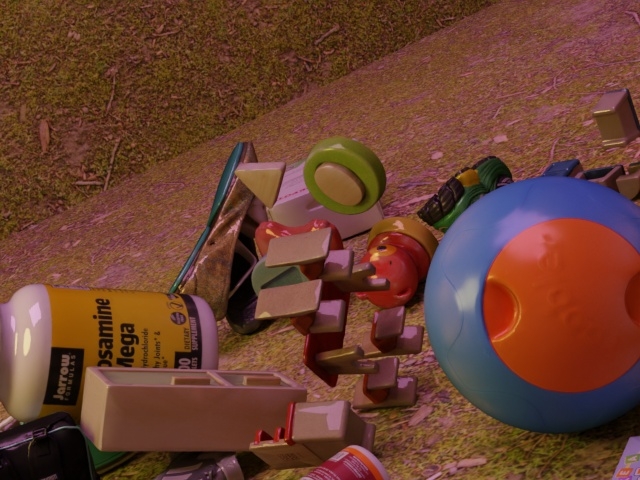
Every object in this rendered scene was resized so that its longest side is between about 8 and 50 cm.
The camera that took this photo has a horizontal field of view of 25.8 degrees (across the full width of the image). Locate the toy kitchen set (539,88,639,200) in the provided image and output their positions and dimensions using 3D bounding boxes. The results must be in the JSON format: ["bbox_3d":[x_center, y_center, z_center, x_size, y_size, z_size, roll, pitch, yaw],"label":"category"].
[{"bbox_3d":[0.428,-0.152,2.254,0.207,0.166,0.122,-8,22,39],"label":"toy kitchen set"}]

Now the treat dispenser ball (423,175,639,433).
[{"bbox_3d":[0.261,0.072,1.568,0.288,0.288,0.288,-21,17,6],"label":"treat dispenser ball"}]

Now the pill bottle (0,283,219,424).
[{"bbox_3d":[-0.319,0.156,1.881,0.333,0.188,0.188,5,6,-23],"label":"pill bottle"}]

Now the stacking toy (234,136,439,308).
[{"bbox_3d":[0.000,0.000,2.177,0.309,0.279,0.130,-11,31,31],"label":"stacking toy"}]

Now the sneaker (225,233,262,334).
[{"bbox_3d":[-0.124,0.092,2.385,0.087,0.130,0.227,-18,44,0],"label":"sneaker"}]

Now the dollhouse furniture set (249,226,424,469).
[{"bbox_3d":[0.003,0.151,1.754,0.135,0.262,0.259,-9,55,29],"label":"dollhouse furniture set"}]

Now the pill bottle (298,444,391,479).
[{"bbox_3d":[0.002,0.299,1.545,0.152,0.086,0.086,-31,18,-28],"label":"pill bottle"}]

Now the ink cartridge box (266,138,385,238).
[{"bbox_3d":[0.007,-0.083,2.676,0.198,0.115,0.273,-22,16,5],"label":"ink cartridge box"}]

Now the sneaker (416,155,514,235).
[{"bbox_3d":[0.257,-0.035,2.221,0.134,0.146,0.343,-44,-6,20],"label":"sneaker"}]

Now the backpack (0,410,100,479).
[{"bbox_3d":[-0.360,0.325,1.764,0.165,0.188,0.144,-20,8,-18],"label":"backpack"}]

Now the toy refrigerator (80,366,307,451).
[{"bbox_3d":[-0.162,0.213,1.796,0.269,0.094,0.102,5,7,-25],"label":"toy refrigerator"}]

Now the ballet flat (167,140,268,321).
[{"bbox_3d":[-0.148,-0.009,2.327,0.123,0.123,0.349,-10,45,36],"label":"ballet flat"}]

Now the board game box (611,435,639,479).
[{"bbox_3d":[0.382,0.235,1.340,0.211,0.039,0.160,-13,20,32],"label":"board game box"}]

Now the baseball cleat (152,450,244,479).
[{"bbox_3d":[-0.158,0.309,1.754,0.109,0.072,0.206,-11,23,16],"label":"baseball cleat"}]

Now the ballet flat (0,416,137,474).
[{"bbox_3d":[-0.422,0.313,2.012,0.400,0.139,0.139,-26,17,-13],"label":"ballet flat"}]
